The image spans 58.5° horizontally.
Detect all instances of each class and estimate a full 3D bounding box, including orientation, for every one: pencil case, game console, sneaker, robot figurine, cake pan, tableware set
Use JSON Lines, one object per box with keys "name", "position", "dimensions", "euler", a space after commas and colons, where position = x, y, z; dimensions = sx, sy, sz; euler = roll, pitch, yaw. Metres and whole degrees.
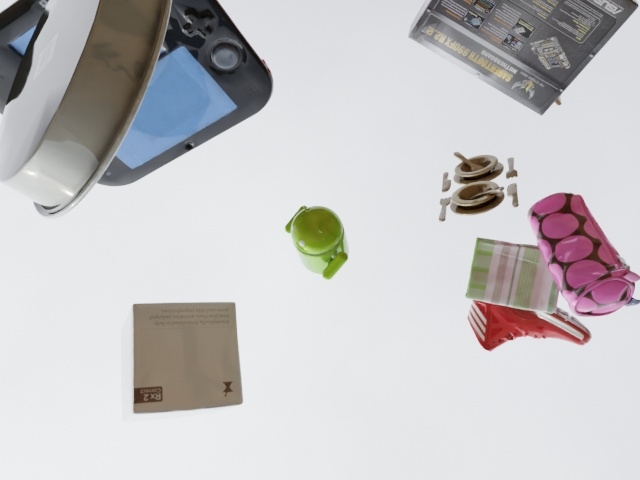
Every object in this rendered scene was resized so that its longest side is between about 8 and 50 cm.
{"name": "pencil case", "position": [0.383, 0.012, 0.845], "dimensions": [0.095, 0.098, 0.209], "euler": [15, -141, -20]}
{"name": "game console", "position": [-0.302, -0.253, 0.888], "dimensions": [0.387, 0.342, 0.060], "euler": [-26, -126, 15]}
{"name": "sneaker", "position": [0.387, 0.171, 1.092], "dimensions": [0.221, 0.128, 0.087], "euler": [29, -165, 30]}
{"name": "robot figurine", "position": [0.000, 0.000, 0.728], "dimensions": [0.067, 0.115, 0.101], "euler": [-33, -119, -8]}
{"name": "cake pan", "position": [-0.247, -0.167, 0.568], "dimensions": [0.054, 0.293, 0.293], "euler": [22, -126, -39]}
{"name": "tableware set", "position": [0.258, -0.102, 0.946], "dimensions": [0.128, 0.039, 0.194], "euler": [-11, -153, 22]}

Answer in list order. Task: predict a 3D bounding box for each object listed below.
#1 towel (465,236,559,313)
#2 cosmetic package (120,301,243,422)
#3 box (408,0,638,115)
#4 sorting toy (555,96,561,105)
{"name": "towel", "position": [0.332, 0.060, 0.972], "dimensions": [0.152, 0.023, 0.113], "euler": [9, -85, 6]}
{"name": "cosmetic package", "position": [-0.216, 0.186, 0.862], "dimensions": [0.151, 0.184, 0.151], "euler": [1, -110, -24]}
{"name": "box", "position": [0.264, -0.302, 0.769], "dimensions": [0.231, 0.183, 0.056], "euler": [27, -137, -7]}
{"name": "sorting toy", "position": [0.410, -0.285, 1.047], "dimensions": [0.083, 0.012, 0.062], "euler": [44, -142, -7]}
